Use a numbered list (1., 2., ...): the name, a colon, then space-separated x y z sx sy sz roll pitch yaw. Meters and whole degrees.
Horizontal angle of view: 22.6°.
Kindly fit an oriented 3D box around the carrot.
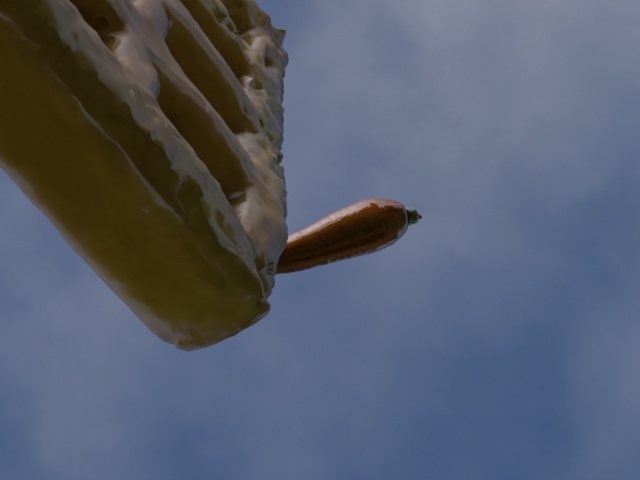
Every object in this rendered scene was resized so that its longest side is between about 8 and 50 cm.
1. carrot: 0.000 0.000 1.003 0.142 0.035 0.035 -16 -72 -21

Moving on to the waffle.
1. waffle: -0.091 -0.100 0.572 0.055 0.248 0.221 -31 -67 14
